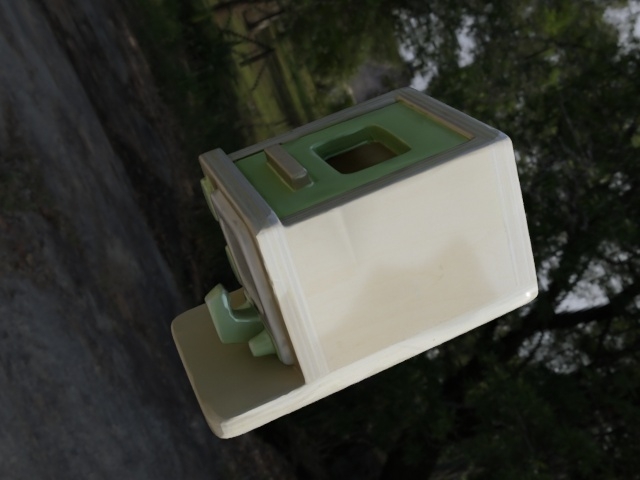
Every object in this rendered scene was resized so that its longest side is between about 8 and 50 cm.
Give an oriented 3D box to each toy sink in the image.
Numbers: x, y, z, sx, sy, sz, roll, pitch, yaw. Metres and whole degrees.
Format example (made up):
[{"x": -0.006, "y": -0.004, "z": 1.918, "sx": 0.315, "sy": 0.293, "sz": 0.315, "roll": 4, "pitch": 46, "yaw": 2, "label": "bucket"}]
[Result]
[{"x": 0.000, "y": 0.000, "z": 0.598, "sx": 0.153, "sy": 0.234, "sz": 0.131, "roll": -131, "pitch": -159, "yaw": -61, "label": "toy sink"}]
